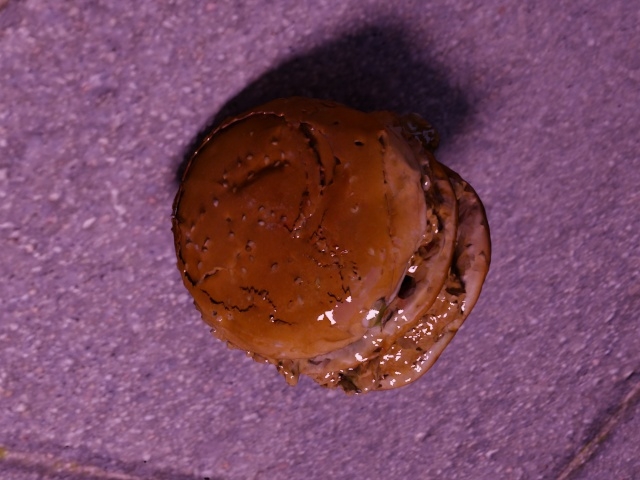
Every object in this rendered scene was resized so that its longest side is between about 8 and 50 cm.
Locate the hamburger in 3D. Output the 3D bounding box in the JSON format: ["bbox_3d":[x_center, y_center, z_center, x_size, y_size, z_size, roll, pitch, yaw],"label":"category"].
[{"bbox_3d":[0.004,0.009,1.582,0.261,0.245,0.211,-7,158,28],"label":"hamburger"}]
